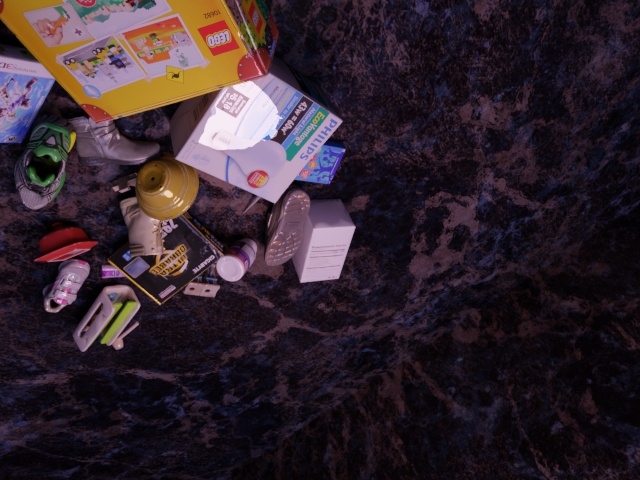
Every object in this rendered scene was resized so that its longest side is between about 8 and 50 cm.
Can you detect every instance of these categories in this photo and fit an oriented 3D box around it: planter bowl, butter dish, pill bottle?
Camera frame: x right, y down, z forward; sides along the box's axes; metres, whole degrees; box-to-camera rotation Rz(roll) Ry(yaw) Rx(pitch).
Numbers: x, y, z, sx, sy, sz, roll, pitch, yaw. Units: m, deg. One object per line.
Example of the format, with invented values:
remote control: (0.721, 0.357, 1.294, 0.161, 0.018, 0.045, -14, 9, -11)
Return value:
planter bowl: (-0.492, -0.177, 1.459, 0.217, 0.217, 0.090, -29, 163, 6)
butter dish: (-0.850, -0.004, 1.575, 0.160, 0.118, 0.160, -22, 180, 0)
pill bottle: (-0.310, 0.065, 1.815, 0.108, 0.193, 0.108, 5, 115, 11)

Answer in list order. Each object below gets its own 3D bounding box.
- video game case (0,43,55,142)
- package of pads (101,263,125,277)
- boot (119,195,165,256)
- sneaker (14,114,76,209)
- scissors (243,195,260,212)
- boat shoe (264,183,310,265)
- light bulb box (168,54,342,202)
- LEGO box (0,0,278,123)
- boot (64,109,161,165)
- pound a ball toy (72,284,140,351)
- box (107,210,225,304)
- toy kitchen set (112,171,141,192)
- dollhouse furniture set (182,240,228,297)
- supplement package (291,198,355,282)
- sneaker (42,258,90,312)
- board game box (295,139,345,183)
video game case: (-0.809, -0.354, 1.171, 0.269, 0.061, 0.244, -46, 171, 23)
package of pads: (-0.771, 0.112, 1.781, 0.083, 0.032, 0.050, -1, 130, -24)
boot: (-0.523, -0.055, 1.557, 0.262, 0.203, 0.095, -10, 177, 12)
sneaker: (-0.800, -0.194, 1.351, 0.134, 0.146, 0.343, 18, 138, -27)
scissors: (-0.196, -0.174, 1.697, 0.021, 0.109, 0.297, 0, 135, -46)
boat shoe: (-0.138, -0.062, 1.821, 0.132, 0.130, 0.355, 4, 125, -32)
light bulb box: (-0.197, -0.356, 1.423, 0.361, 0.225, 0.358, 22, 122, -37)
LEGO box: (-0.403, -0.509, 1.066, 0.500, 0.193, 0.372, -8, 142, 19)
boot: (-0.602, -0.308, 1.402, 0.246, 0.083, 0.161, -9, 130, -18)
pound a ball toy: (-0.837, 0.310, 1.905, 0.319, 0.136, 0.208, -47, 158, 24)
box: (-0.548, 0.047, 1.715, 0.322, 0.079, 0.257, -36, 112, 12)
toy kitchen set: (-0.616, -0.162, 1.547, 0.083, 0.068, 0.075, -22, 138, -2)
dollhouse furniture set: (-0.447, 0.106, 1.848, 0.129, 0.129, 0.184, 11, 128, -33)
supplement package: (0.000, 0.000, 1.907, 0.175, 0.177, 0.293, -4, 134, -20)
sneaker: (-0.911, 0.170, 1.717, 0.103, 0.111, 0.252, 23, 120, -39)
board game box: (-0.035, -0.287, 1.698, 0.210, 0.047, 0.160, 4, 131, -27)
